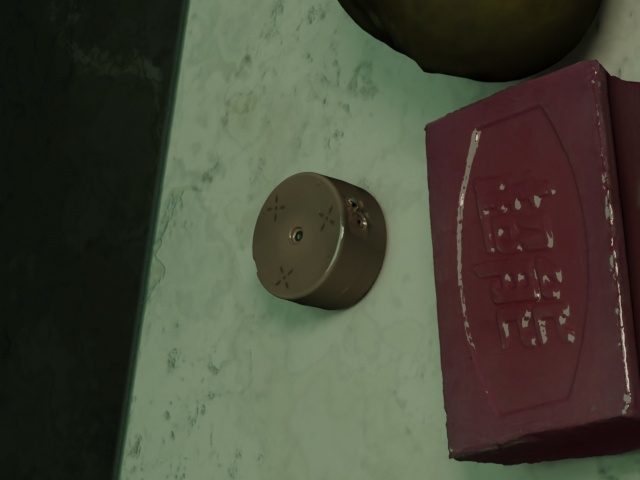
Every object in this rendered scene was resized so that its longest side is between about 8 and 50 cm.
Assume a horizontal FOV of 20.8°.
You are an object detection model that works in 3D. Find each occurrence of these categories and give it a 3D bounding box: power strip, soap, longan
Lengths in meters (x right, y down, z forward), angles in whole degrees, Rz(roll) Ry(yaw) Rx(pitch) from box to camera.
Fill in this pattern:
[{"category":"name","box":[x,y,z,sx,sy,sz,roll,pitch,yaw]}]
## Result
[{"category":"power strip","box":[0.000,0.000,1.984,0.154,0.078,0.154,-16,66,41]},{"category":"soap","box":[0.231,0.031,1.710,0.233,0.128,0.359,-21,64,41]},{"category":"longan","box":[0.147,-0.308,1.757,0.319,0.319,0.319,-13,71,43]}]
